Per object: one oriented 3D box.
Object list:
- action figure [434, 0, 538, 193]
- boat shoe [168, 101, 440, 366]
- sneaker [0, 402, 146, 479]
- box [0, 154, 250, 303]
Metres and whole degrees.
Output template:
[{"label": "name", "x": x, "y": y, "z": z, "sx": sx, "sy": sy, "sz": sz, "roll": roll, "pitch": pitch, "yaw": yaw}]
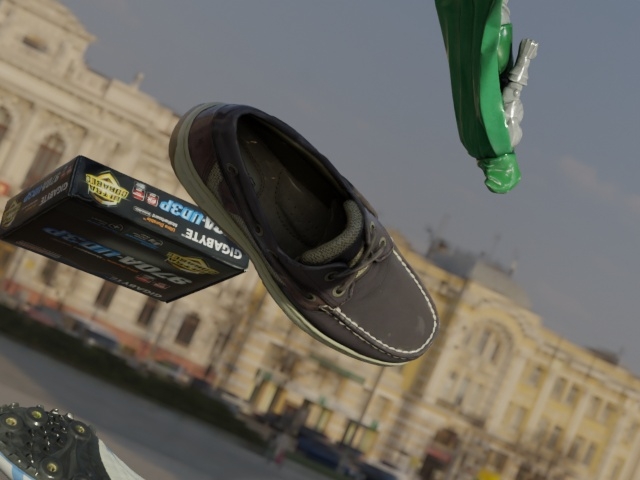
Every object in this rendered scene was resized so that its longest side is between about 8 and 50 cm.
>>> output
[{"label": "action figure", "x": 0.137, "y": -0.153, "z": 1.116, "sx": 0.063, "sy": 0.232, "sz": 0.137, "roll": -9, "pitch": 10, "yaw": -18}, {"label": "boat shoe", "x": 0.000, "y": 0.000, "z": 1.077, "sx": 0.285, "sy": 0.103, "sz": 0.092, "roll": 48, "pitch": -20, "yaw": -19}, {"label": "sneaker", "x": -0.172, "y": 0.210, "z": 1.062, "sx": 0.237, "sy": 0.086, "sz": 0.085, "roll": 38, "pitch": 27, "yaw": -26}, {"label": "box", "x": -0.208, "y": -0.007, "z": 1.449, "sx": 0.220, "sy": 0.051, "sz": 0.175, "roll": 24, "pitch": -28, "yaw": -31}]
